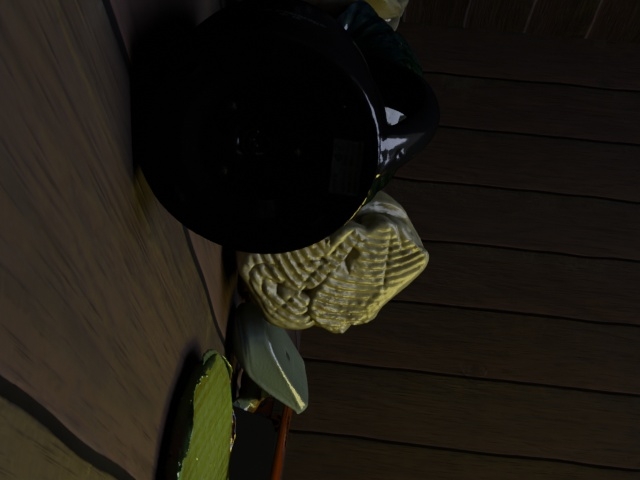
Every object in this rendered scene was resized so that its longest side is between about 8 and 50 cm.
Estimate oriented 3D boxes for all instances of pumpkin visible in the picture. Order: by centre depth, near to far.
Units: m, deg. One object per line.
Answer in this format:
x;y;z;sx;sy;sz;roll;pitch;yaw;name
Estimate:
0.027;-0.151;1.114;0.293;0.197;0.263;-51;-176;-19;pumpkin

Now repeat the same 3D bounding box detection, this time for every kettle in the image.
-0.014;-0.135;0.840;0.290;0.268;0.207;-81;-179;-63;kettle

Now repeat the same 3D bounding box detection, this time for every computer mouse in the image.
-0.089;0.200;1.461;0.128;0.079;0.231;-90;156;-52;computer mouse

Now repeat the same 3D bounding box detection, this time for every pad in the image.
-0.159;0.355;1.352;0.375;0.063;0.315;55;41;-67;pad

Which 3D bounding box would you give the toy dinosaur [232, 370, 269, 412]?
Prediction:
-0.142;0.295;1.531;0.212;0.057;0.142;-63;-172;-18;toy dinosaur

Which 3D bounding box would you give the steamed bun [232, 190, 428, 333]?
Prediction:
0.001;0.002;1.384;0.203;0.289;0.276;50;-12;54;steamed bun

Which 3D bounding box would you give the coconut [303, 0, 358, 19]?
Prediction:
0.009;-0.398;1.091;0.222;0.202;0.202;-35;-148;36;coconut

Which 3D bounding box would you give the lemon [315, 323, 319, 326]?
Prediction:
0.011;0.095;2.120;0.267;0.267;0.267;6;90;-87;lemon

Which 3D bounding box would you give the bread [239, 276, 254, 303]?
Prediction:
-0.099;0.075;1.556;0.233;0.076;0.105;-24;118;-85;bread

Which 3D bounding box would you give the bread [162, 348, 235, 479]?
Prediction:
-0.156;0.288;1.089;0.301;0.045;0.301;4;90;-85;bread

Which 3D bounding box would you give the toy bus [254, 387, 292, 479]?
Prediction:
-0.116;0.405;1.709;0.409;0.092;0.093;-80;173;-69;toy bus

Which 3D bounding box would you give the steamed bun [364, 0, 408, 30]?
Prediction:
0.066;-0.540;1.808;0.342;0.255;0.367;-66;160;-73;steamed bun
